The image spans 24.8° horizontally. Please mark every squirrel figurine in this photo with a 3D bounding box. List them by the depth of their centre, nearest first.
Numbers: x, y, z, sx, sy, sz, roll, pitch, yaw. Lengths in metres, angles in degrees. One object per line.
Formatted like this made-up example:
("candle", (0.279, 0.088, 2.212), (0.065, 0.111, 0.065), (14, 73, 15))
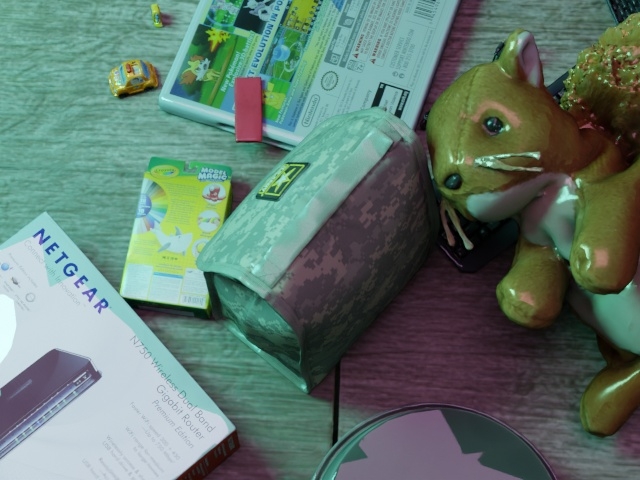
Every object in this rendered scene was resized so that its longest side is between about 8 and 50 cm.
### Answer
("squirrel figurine", (0.295, -0.069, 1.536), (0.370, 0.281, 0.397), (39, 55, 0))

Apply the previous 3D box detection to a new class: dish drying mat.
("dish drying mat", (-0.084, -0.152, 1.692), (0.032, 0.008, 0.083), (-2, 68, 0))

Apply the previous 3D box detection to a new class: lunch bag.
("lunch bag", (0.000, 0.000, 1.519), (0.169, 0.287, 0.235), (38, 74, 14))

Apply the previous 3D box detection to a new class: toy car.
("toy car", (-0.223, -0.232, 1.744), (0.060, 0.040, 0.122), (1, 69, 1))

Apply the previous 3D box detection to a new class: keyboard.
("keyboard", (0.223, -0.123, 1.703), (0.317, 0.033, 0.201), (-39, 73, -14))

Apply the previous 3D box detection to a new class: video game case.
("video game case", (0.001, -0.258, 1.756), (0.300, 0.036, 0.329), (18, 70, 7))

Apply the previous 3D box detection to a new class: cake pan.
("cake pan", (0.125, 0.304, 1.514), (0.293, 0.054, 0.293), (1, 68, -2))

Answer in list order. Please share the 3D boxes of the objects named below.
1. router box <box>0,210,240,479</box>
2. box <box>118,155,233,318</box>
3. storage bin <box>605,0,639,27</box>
("router box", (-0.307, 0.186, 1.557), (0.301, 0.082, 0.335), (-40, 73, -14))
("box", (-0.161, -0.006, 1.654), (0.105, 0.043, 0.179), (8, 71, 4))
("storage bin", (0.393, -0.311, 1.726), (0.084, 0.122, 0.180), (-15, 69, -5))
